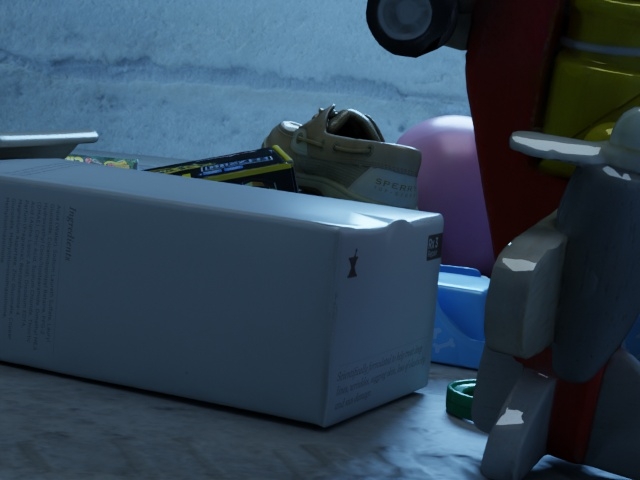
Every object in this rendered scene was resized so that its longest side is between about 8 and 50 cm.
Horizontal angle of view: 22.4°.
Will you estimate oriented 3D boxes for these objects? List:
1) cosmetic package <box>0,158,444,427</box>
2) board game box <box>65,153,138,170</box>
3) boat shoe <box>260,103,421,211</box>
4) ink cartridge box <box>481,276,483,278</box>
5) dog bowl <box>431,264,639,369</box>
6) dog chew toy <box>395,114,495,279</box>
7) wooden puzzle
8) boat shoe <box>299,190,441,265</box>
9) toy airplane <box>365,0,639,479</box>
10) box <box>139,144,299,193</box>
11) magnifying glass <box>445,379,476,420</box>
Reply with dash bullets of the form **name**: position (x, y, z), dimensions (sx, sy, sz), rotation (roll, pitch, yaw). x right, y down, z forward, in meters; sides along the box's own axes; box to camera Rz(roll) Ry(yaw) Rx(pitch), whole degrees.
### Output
- **cosmetic package**: position (-0.115, 0.030, 1.304), dimensions (0.385, 0.156, 0.217), rotation (10, 8, 26)
- **board game box**: position (-0.381, -0.075, 2.183), dimensions (0.259, 0.030, 0.136), rotation (5, -34, -8)
- **boat shoe**: position (0.032, -0.102, 1.909), dimensions (0.121, 0.110, 0.341), rotation (9, 13, -28)
- **ink cartridge box**: position (0.156, 0.060, 1.736), dimensions (0.028, 0.048, 0.083), rotation (5, 8, -5)
- **dog bowl**: position (0.176, 0.077, 1.497), dimensions (0.297, 0.074, 0.166), rotation (8, 7, 19)
- **dog chew toy**: position (0.240, -0.029, 1.979), dimensions (0.331, 0.207, 0.206), rotation (16, 7, 5)
- **wooden puzzle**: position (-0.336, -0.030, 1.480), dimensions (0.044, 0.238, 0.221), rotation (51, 17, 8)
- **boat shoe**: position (0.000, 0.000, 1.898), dimensions (0.285, 0.103, 0.092), rotation (16, 5, 26)
- **toy airplane**: position (0.204, -0.021, 1.066), dimensions (0.272, 0.386, 0.384), rotation (-7, -37, 24)
- **box**: position (-0.189, -0.034, 1.770), dimensions (0.322, 0.079, 0.257), rotation (-11, 10, -3)
- **magnifying glass**: position (0.202, 0.138, 1.225), dimensions (0.231, 0.026, 0.092), rotation (8, 7, 32)
